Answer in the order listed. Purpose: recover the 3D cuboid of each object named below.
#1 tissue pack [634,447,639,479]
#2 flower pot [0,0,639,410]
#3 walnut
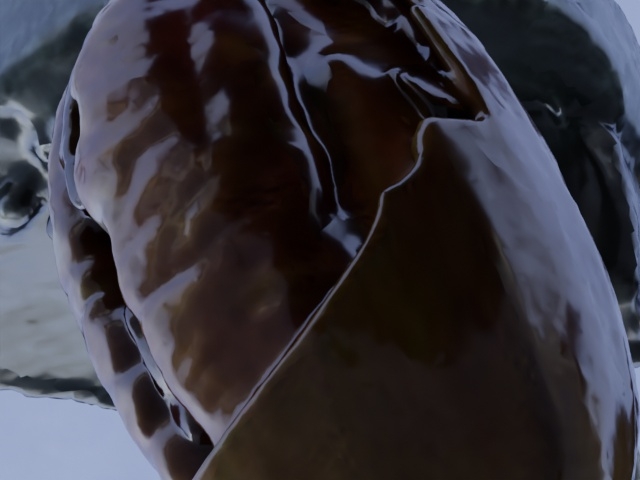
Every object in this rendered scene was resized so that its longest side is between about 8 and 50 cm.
[{"bbox_3d":[0.122,0.110,0.757,0.042,0.083,0.062,-11,-99,5],"label":"tissue pack"},{"bbox_3d":[-0.024,-0.040,0.666,0.299,0.299,0.282,2,-126,-15],"label":"flower pot"},{"bbox_3d":[0.000,0.000,0.382,0.116,0.115,0.207,-11,-125,-13],"label":"walnut"}]
